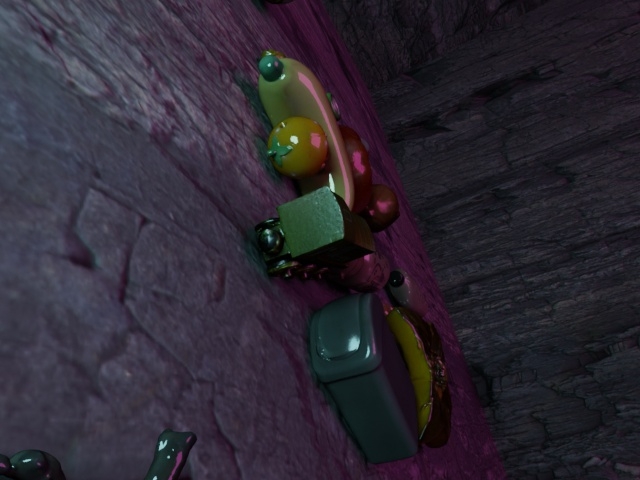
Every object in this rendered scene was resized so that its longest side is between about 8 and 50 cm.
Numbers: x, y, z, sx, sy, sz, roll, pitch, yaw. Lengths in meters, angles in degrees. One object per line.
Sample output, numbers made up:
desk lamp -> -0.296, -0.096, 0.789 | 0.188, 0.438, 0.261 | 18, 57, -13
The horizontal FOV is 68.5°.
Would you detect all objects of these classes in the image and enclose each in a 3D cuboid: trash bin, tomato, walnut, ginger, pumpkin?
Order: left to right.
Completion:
tomato -> 0.066, -0.161, 1.074 | 0.225, 0.085, 0.224 | 165, -90, -82
trash bin -> 0.073, 0.199, 0.732 | 0.176, 0.101, 0.236 | -74, 141, -67
walnut -> 0.156, -0.091, 1.306 | 0.137, 0.137, 0.245 | 67, 24, -3
ginger -> 0.171, 0.214, 1.066 | 0.190, 0.069, 0.095 | 65, 18, -11
pumpkin -> 0.212, 0.288, 0.958 | 0.290, 0.095, 0.258 | 43, 42, -60

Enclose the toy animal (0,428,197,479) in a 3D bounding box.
toy animal -> -0.122, 0.159, 0.193 | 0.232, 0.085, 0.148 | 46, 28, -59

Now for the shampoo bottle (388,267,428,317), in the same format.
shampoo bottle -> 0.257, 0.156, 1.393 | 0.257, 0.078, 0.127 | 49, 29, -52

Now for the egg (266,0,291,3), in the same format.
egg -> -0.106, -0.694, 1.199 | 0.169, 0.169, 0.231 | 53, 36, -41

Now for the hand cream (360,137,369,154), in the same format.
hand cream -> 0.100, -0.262, 1.475 | 0.124, 0.078, 0.340 | 64, 21, -15

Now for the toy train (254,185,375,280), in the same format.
toy train -> 0.000, 0.000, 0.685 | 0.225, 0.137, 0.090 | 17, 53, -68

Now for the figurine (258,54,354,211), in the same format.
figurine -> -0.025, -0.177, 0.868 | 0.222, 0.124, 0.324 | -19, 91, -74

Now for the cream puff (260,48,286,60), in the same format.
cream puff -> -0.092, -0.369, 1.008 | 0.083, 0.058, 0.083 | 47, 24, -54

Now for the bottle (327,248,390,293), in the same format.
bottle -> 0.062, 0.035, 0.894 | 0.209, 0.097, 0.109 | 32, 58, -63
